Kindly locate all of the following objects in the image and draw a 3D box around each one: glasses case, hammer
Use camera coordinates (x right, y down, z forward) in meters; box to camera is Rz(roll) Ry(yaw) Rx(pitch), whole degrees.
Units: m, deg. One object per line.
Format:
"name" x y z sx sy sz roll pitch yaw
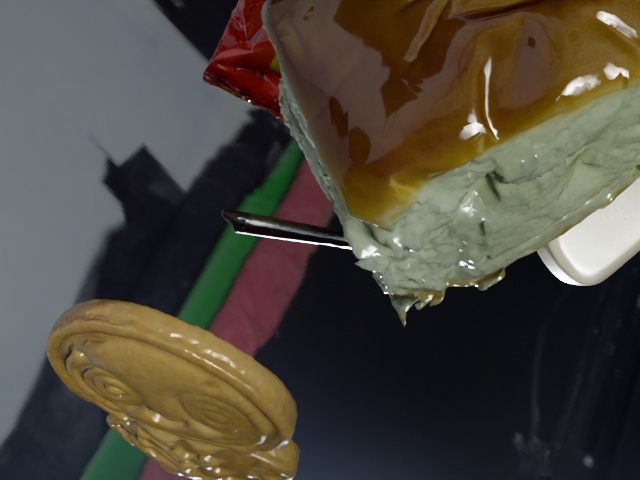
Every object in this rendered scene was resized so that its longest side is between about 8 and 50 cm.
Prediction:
"glasses case" 0.294 -0.037 0.999 0.196 0.083 0.050 -38 -177 -9
"hammer" 0.000 0.000 0.895 0.021 0.178 0.065 -123 -135 -64

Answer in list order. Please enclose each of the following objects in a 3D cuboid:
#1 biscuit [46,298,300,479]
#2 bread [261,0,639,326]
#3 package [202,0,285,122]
"biscuit" -0.111 0.138 0.832 0.202 0.289 0.044 13 -123 14
"bread" 0.102 -0.122 0.762 0.279 0.225 0.250 -29 -124 7
"package" 0.051 -0.314 1.047 0.424 0.196 0.123 -64 -171 6
